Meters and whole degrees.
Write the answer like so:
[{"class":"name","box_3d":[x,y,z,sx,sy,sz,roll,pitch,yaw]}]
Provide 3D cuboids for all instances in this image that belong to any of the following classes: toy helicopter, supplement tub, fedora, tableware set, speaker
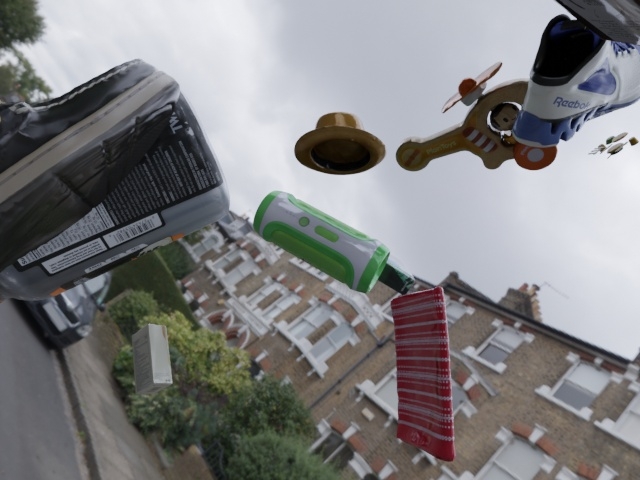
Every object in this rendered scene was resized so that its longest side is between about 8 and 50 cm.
[{"class":"toy helicopter","box_3d":[0.322,-0.247,1.010,0.354,0.140,0.235,-16,-54,33]},{"class":"supplement tub","box_3d":[-0.289,-0.055,0.558,0.194,0.315,0.194,55,-19,28]},{"class":"fedora","box_3d":[0.039,-0.198,0.909,0.194,0.194,0.079,130,-37,-69]},{"class":"tableware set","box_3d":[0.885,-0.285,1.371,0.024,0.104,0.154,49,5,-5]},{"class":"speaker","box_3d":[0.000,0.000,1.022,0.296,0.131,0.131,29,-27,14]}]

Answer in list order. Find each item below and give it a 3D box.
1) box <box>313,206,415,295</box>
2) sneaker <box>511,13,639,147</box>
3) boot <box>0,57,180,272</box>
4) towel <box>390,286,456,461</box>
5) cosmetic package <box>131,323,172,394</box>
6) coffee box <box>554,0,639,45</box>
[{"class":"box","box_3d":[0.095,0.020,1.254,0.321,0.059,0.232,30,9,-3]},{"class":"sneaker","box_3d":[0.472,-0.309,0.791,0.127,0.315,0.182,44,-18,39]},{"class":"boot","box_3d":[-0.329,-0.102,0.349,0.284,0.377,0.138,45,-25,-6]},{"class":"towel","box_3d":[0.176,0.229,0.819,0.199,0.031,0.275,140,-49,-73]},{"class":"cosmetic package","box_3d":[-0.314,0.221,0.854,0.041,0.060,0.115,22,44,-49]},{"class":"coffee box","box_3d":[0.222,-0.300,0.358,0.297,0.168,0.119,21,22,-22]}]
